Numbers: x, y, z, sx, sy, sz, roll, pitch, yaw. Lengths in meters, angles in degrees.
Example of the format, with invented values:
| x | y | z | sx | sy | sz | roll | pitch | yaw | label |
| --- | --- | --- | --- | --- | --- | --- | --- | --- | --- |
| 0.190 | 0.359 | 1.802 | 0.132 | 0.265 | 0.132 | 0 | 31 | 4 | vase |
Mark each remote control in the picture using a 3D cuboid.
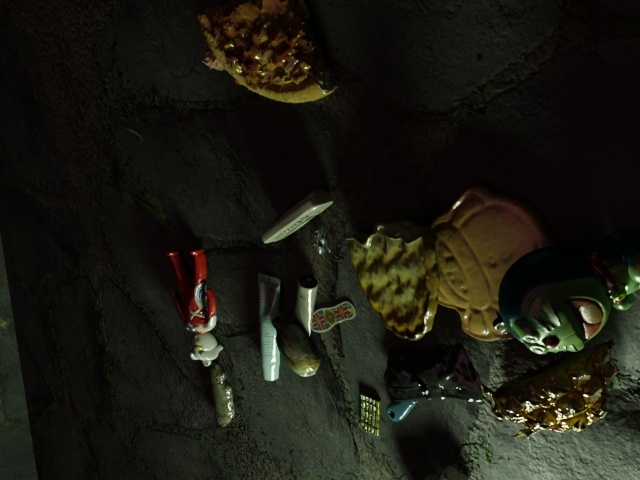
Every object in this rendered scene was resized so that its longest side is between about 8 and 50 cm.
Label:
| x | y | z | sx | sy | sz | roll | pitch | yaw | label |
| --- | --- | --- | --- | --- | --- | --- | --- | --- | --- |
| -0.063 | -0.061 | 1.787 | 0.230 | 0.090 | 0.049 | -35 | 81 | 43 | remote control |

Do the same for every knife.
| x | y | z | sx | sy | sz | roll | pitch | yaw | label |
| --- | --- | --- | --- | --- | --- | --- | --- | --- | --- |
| 0.239 | 0.375 | 1.737 | 0.058 | 0.032 | 0.244 | 55 | 131 | 26 | knife |

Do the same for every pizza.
| x | y | z | sx | sy | sz | roll | pitch | yaw | label |
| --- | --- | --- | --- | --- | --- | --- | --- | --- | --- |
| -0.122 | -0.473 | 1.643 | 0.409 | 0.114 | 0.277 | 37 | 126 | 12 | pizza |

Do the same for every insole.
| x | y | z | sx | sy | sz | roll | pitch | yaw | label |
| --- | --- | --- | --- | --- | --- | --- | --- | --- | --- |
| 0.028 | 0.206 | 1.873 | 0.193 | 0.006 | 0.065 | -27 | 88 | 46 | insole |

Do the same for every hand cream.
| x | y | z | sx | sy | sz | roll | pitch | yaw | label |
| --- | --- | --- | --- | --- | --- | --- | --- | --- | --- |
| -0.042 | 0.170 | 1.895 | 0.087 | 0.054 | 0.186 | 44 | 138 | 38 | hand cream |
| -0.150 | 0.256 | 2.021 | 0.085 | 0.058 | 0.331 | 18 | 118 | 39 | hand cream |

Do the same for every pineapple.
| x | y | z | sx | sy | sz | roll | pitch | yaw | label |
| --- | --- | --- | --- | --- | --- | --- | --- | --- | --- |
| 0.465 | 0.341 | 1.421 | 0.335 | 0.161 | 0.158 | -29 | 88 | 43 | pineapple |

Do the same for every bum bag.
| x | y | z | sx | sy | sz | roll | pitch | yaw | label |
| --- | --- | --- | --- | --- | --- | --- | --- | --- | --- |
| 0.258 | 0.317 | 1.653 | 0.310 | 0.074 | 0.136 | -15 | 82 | 48 | bum bag |

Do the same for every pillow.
| x | y | z | sx | sy | sz | roll | pitch | yaw | label |
| --- | --- | --- | --- | --- | --- | --- | --- | --- | --- |
| -0.319 | 0.519 | 2.291 | 0.093 | 0.051 | 0.241 | 16 | 116 | 44 | pillow |

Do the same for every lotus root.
| x | y | z | sx | sy | sz | roll | pitch | yaw | label |
| --- | --- | --- | --- | --- | --- | --- | --- | --- | --- |
| -0.072 | 0.293 | 1.938 | 0.192 | 0.088 | 0.113 | 56 | 163 | 12 | lotus root |

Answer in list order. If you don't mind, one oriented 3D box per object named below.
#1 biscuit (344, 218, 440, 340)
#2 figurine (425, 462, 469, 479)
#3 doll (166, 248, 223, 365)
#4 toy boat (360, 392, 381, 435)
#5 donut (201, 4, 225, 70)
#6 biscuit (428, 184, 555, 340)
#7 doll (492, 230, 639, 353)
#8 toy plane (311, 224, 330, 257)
| x | y | z | sx | sy | sz | roll | pitch | yaw | label |
| --- | --- | --- | --- | --- | --- | --- | --- | --- | --- |
| 0.165 | 0.055 | 1.595 | 0.335 | 0.078 | 0.329 | 46 | 142 | 40 | biscuit |
| 0.292 | 0.674 | 1.758 | 0.138 | 0.110 | 0.245 | 35 | 123 | 5 | figurine |
| -0.398 | 0.215 | 2.215 | 0.188 | 0.099 | 0.383 | -6 | 99 | 44 | doll |
| 0.135 | 0.469 | 1.876 | 0.063 | 0.016 | 0.114 | 16 | 117 | 37 | toy boat |
| -0.251 | -0.520 | 1.790 | 0.117 | 0.065 | 0.166 | 13 | 116 | 37 | donut |
| 0.348 | 0.062 | 1.484 | 0.312 | 0.057 | 0.351 | 55 | 134 | 12 | biscuit |
| 0.467 | 0.093 | 1.272 | 0.322 | 0.186 | 0.198 | -24 | 128 | 11 | doll |
| 0.000 | 0.000 | 1.797 | 0.079 | 0.031 | 0.083 | 28 | 128 | 48 | toy plane |
